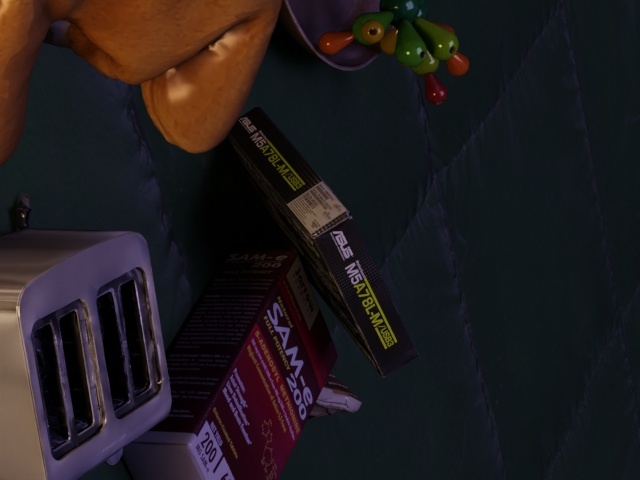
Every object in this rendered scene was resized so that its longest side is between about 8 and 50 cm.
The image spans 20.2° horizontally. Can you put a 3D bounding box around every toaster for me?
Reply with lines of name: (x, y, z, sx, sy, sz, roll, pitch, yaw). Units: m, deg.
toaster: (-0.193, 0.077, 1.219, 0.168, 0.110, 0.185, -31, 117, -61)

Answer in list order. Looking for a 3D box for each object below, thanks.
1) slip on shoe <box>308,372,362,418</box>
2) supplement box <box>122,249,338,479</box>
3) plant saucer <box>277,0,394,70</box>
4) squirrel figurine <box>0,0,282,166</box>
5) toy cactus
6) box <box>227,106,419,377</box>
slip on shoe: (-0.003, 0.146, 1.676, 0.041, 0.051, 0.135, -49, 160, 6)
supplement box: (-0.071, 0.131, 1.502, 0.239, 0.073, 0.130, -63, 142, -44)
plant saucer: (0.001, -0.313, 1.680, 0.310, 0.050, 0.310, -2, 92, -63)
squirrel figurine: (-0.206, -0.202, 0.941, 0.370, 0.397, 0.281, -19, 65, -41)
toy cactus: (0.062, -0.231, 1.666, 0.219, 0.112, 0.180, 35, 39, -55)
box: (0.000, 0.000, 1.550, 0.190, 0.045, 0.184, 51, -7, 49)
